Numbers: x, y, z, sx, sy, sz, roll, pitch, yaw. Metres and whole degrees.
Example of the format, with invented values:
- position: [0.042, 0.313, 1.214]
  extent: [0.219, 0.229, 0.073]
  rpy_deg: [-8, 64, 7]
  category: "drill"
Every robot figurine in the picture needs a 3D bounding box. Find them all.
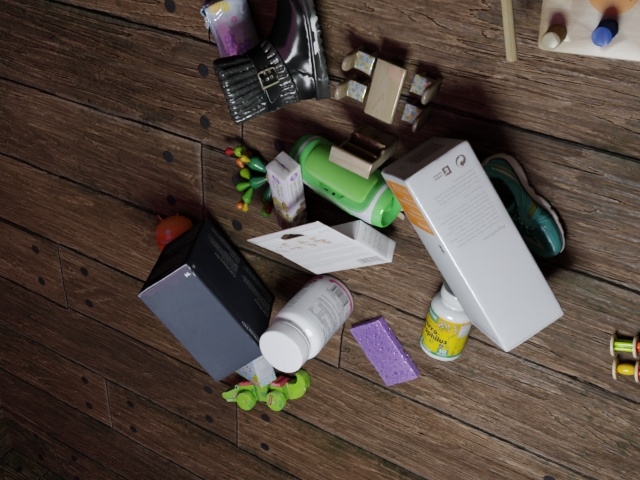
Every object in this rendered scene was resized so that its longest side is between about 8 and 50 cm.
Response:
- position: [-0.439, 0.016, 2.275]
  extent: [0.158, 0.128, 0.219]
  rpy_deg: [-132, 23, -66]
  category: "robot figurine"

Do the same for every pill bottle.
- position: [-0.039, 0.231, 2.039]
  extent: [0.160, 0.283, 0.160]
  rpy_deg: [17, 126, 25]
  category: "pill bottle"
- position: [0.334, 0.201, 1.886]
  extent: [0.118, 0.117, 0.208]
  rpy_deg: [25, 129, 18]
  category: "pill bottle"

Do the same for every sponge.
- position: [0.186, 0.322, 2.119]
  extent: [0.117, 0.031, 0.210]
  rpy_deg: [-26, 101, 41]
  category: "sponge"

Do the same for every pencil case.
- position: [-0.202, -0.471, 1.814]
  extent: [0.113, 0.124, 0.273]
  rpy_deg: [-3, 117, 35]
  category: "pencil case"

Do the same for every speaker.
- position: [0.062, -0.151, 1.816]
  extent: [0.296, 0.131, 0.131]
  rpy_deg: [34, 132, 24]
  category: "speaker"

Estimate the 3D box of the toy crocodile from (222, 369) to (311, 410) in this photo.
- position: [-0.181, 0.490, 2.415]
  extent: [0.341, 0.115, 0.105]
  rpy_deg: [-9, 102, 35]
  category: "toy crocodile"

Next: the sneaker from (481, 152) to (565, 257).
- position: [0.443, -0.065, 1.651]
  extent: [0.275, 0.110, 0.107]
  rpy_deg: [51, 132, -5]
  category: "sneaker"

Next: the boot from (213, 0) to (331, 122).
- position: [-0.128, -0.452, 1.686]
  extent: [0.260, 0.131, 0.348]
  rpy_deg: [-12, 117, -1]
  category: "boot"

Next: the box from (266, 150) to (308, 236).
- position: [-0.083, -0.111, 1.899]
  extent: [0.067, 0.063, 0.324]
  rpy_deg: [39, 162, 18]
  category: "box"

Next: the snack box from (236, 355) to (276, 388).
- position: [-0.239, 0.353, 2.358]
  extent: [0.174, 0.070, 0.207]
  rpy_deg: [16, 130, 52]
  category: "snack box"

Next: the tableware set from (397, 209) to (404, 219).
- position: [0.238, -0.080, 1.824]
  extent: [0.194, 0.039, 0.128]
  rpy_deg: [34, 131, 12]
  category: "tableware set"

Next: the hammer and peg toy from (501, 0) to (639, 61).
- position: [0.490, -0.466, 1.356]
  extent: [0.361, 0.127, 0.266]
  rpy_deg: [14, 127, 26]
  category: "hammer and peg toy"

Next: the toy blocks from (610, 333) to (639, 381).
- position: [0.757, 0.277, 1.696]
  extent: [0.148, 0.054, 0.123]
  rpy_deg: [2, 119, 33]
  category: "toy blocks"

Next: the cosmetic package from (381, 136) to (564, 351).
- position: [0.336, 0.000, 1.647]
  extent: [0.161, 0.230, 0.453]
  rpy_deg: [-33, 103, -2]
  category: "cosmetic package"

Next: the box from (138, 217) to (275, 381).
- position: [-0.313, 0.163, 2.096]
  extent: [0.179, 0.312, 0.343]
  rpy_deg: [-33, 109, 15]
  category: "box"

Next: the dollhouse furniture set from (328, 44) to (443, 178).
- position: [0.126, -0.291, 1.682]
  extent: [0.212, 0.161, 0.242]
  rpy_deg: [28, 130, 17]
  category: "dollhouse furniture set"

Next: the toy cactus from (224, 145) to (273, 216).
- position: [-0.165, -0.168, 2.007]
  extent: [0.180, 0.112, 0.219]
  rpy_deg: [-13, 102, 28]
  category: "toy cactus"

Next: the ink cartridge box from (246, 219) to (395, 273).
- position: [0.000, 0.000, 1.894]
  extent: [0.261, 0.066, 0.296]
  rpy_deg: [29, 154, -34]
  category: "ink cartridge box"
